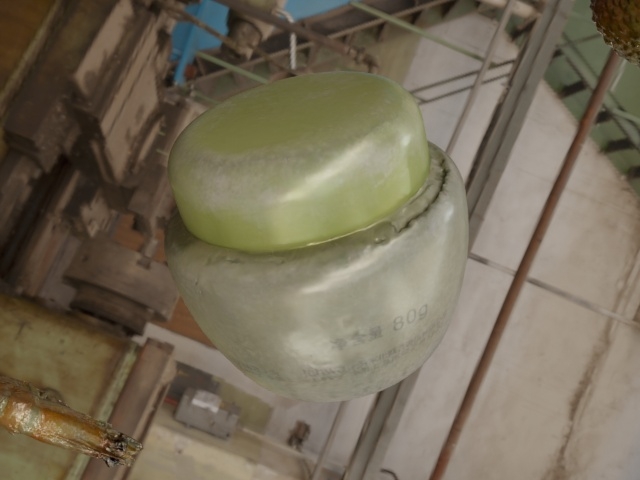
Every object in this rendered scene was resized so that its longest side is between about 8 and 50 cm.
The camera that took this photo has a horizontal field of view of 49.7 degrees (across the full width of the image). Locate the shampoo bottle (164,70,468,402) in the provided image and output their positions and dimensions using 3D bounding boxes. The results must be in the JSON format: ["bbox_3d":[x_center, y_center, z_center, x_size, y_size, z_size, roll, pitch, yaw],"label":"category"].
[{"bbox_3d":[0.000,0.000,0.753,0.322,0.323,0.317,-72,150,-57],"label":"shampoo bottle"}]

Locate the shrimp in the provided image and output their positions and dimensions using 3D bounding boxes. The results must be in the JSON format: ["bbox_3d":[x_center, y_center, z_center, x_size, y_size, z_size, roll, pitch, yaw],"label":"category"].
[{"bbox_3d":[-0.264,0.182,0.696,0.041,0.180,0.099,-63,-164,-9],"label":"shrimp"}]

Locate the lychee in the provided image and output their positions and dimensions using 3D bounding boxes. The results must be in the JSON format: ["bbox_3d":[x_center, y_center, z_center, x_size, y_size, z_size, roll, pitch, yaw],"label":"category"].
[{"bbox_3d":[0.280,-0.197,0.558,0.114,0.146,0.114,-28,-155,15],"label":"lychee"}]
